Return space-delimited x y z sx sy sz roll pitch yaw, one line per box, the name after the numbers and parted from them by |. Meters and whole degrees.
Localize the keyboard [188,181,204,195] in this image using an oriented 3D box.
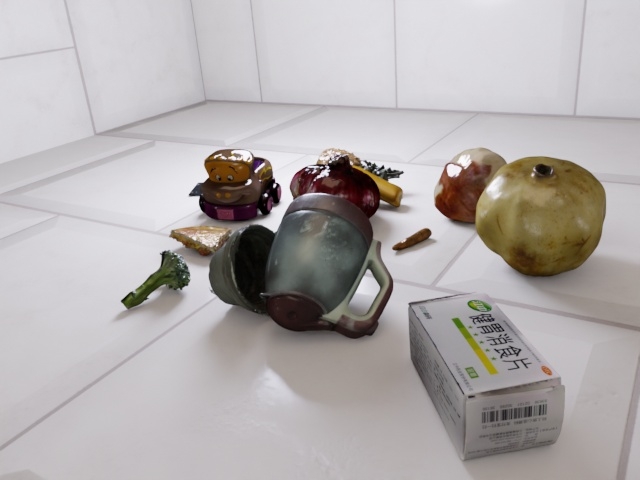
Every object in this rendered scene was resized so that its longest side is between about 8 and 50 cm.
-0.494 -0.210 2.444 0.053 0.010 0.155 -1 24 5 | keyboard

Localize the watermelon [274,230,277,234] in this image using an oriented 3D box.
-0.107 0.039 1.653 0.187 0.141 0.141 -16 26 -16 | watermelon

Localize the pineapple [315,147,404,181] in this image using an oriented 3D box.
0.148 -0.250 2.268 0.340 0.169 0.169 15 30 25 | pineapple

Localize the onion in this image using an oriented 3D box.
0.051 -0.171 1.977 0.314 0.232 0.314 10 10 -2 | onion

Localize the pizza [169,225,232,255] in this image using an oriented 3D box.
-0.370 0.005 1.875 0.201 0.053 0.193 1 20 -15 | pizza

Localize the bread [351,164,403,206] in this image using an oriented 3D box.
0.187 -0.196 2.121 0.239 0.074 0.092 28 -3 19 | bread

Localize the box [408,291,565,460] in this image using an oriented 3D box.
0.291 0.238 1.117 0.173 0.145 0.333 -9 23 -6 | box

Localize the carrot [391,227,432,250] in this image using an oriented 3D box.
0.275 0.000 1.800 0.165 0.036 0.035 -25 30 -33 | carrot

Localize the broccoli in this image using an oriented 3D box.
-0.441 0.115 1.608 0.122 0.118 0.204 30 56 36 | broccoli

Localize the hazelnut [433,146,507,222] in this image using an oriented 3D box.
0.503 -0.162 1.940 0.261 0.261 0.241 -18 59 -28 | hazelnut

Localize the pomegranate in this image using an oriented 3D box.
0.576 -0.073 1.573 0.332 0.332 0.332 -4 24 2 | pomegranate

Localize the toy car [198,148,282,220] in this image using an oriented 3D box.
-0.296 -0.225 2.158 0.271 0.240 0.341 3 28 12 | toy car

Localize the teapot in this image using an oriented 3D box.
0.018 0.087 1.435 0.315 0.233 0.312 17 55 6 | teapot

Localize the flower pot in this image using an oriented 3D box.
-0.190 0.082 1.517 0.140 0.235 0.235 -17 14 34 | flower pot
